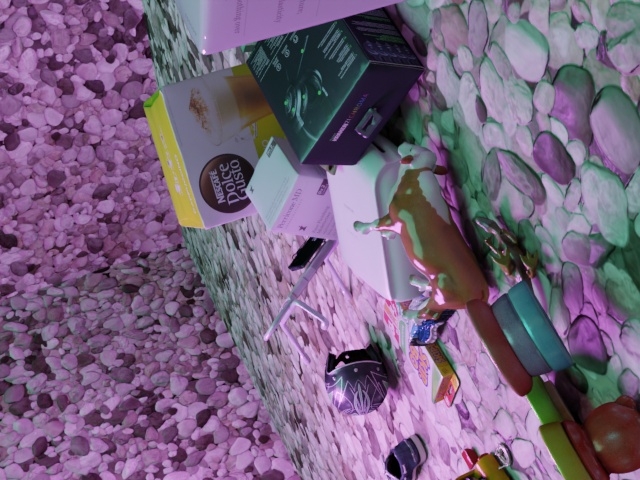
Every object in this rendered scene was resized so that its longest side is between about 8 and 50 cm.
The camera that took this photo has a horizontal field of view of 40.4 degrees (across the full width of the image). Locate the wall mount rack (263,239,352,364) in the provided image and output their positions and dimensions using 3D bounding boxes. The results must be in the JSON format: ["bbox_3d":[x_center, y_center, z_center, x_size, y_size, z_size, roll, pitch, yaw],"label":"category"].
[{"bbox_3d":[0.002,0.132,2.005,0.130,0.350,0.304,34,155,2],"label":"wall mount rack"}]

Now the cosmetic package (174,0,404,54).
[{"bbox_3d":[-0.034,-0.512,1.161,0.329,0.393,0.327,107,141,-62],"label":"cosmetic package"}]

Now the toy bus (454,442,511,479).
[{"bbox_3d":[0.302,0.493,1.669,0.191,0.104,0.202,160,91,-73],"label":"toy bus"}]

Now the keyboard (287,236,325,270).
[{"bbox_3d":[0.000,0.000,1.992,0.038,0.192,0.100,45,157,-19],"label":"keyboard"}]

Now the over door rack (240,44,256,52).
[{"bbox_3d":[-0.217,-0.637,2.107,0.324,0.108,0.240,105,144,-62],"label":"over door rack"}]

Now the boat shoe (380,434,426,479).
[{"bbox_3d":[0.192,0.548,2.115,0.254,0.079,0.095,106,141,-62],"label":"boat shoe"}]

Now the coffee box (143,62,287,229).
[{"bbox_3d":[-0.212,-0.235,2.121,0.338,0.334,0.338,-171,64,-71],"label":"coffee box"}]

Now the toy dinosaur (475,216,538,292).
[{"bbox_3d":[0.302,0.047,1.310,0.112,0.064,0.212,34,-147,-73],"label":"toy dinosaur"}]

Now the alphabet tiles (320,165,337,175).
[{"bbox_3d":[0.028,-0.263,1.693,0.198,0.009,0.237,-133,57,-64],"label":"alphabet tiles"}]

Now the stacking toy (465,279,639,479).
[{"bbox_3d":[0.341,0.185,1.234,0.309,0.130,0.279,59,-169,1],"label":"stacking toy"}]

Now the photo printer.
[{"bbox_3d":[0.105,-0.065,1.694,0.256,0.107,0.308,-137,33,-58],"label":"photo printer"}]

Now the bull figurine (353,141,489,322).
[{"bbox_3d":[0.172,-0.010,1.487,0.188,0.101,0.310,-32,81,47],"label":"bull figurine"}]

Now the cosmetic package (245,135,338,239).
[{"bbox_3d":[-0.034,-0.111,1.873,0.151,0.183,0.151,56,128,42],"label":"cosmetic package"}]

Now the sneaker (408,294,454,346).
[{"bbox_3d":[0.201,0.133,1.678,0.191,0.071,0.083,112,151,-58],"label":"sneaker"}]

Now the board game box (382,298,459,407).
[{"bbox_3d":[0.206,0.221,1.814,0.259,0.039,0.124,58,160,30],"label":"board game box"}]

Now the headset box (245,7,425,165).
[{"bbox_3d":[0.021,-0.301,1.523,0.246,0.131,0.283,-54,52,38],"label":"headset box"}]

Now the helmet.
[{"bbox_3d":[0.087,0.338,2.089,0.161,0.169,0.169,-106,6,-60],"label":"helmet"}]
